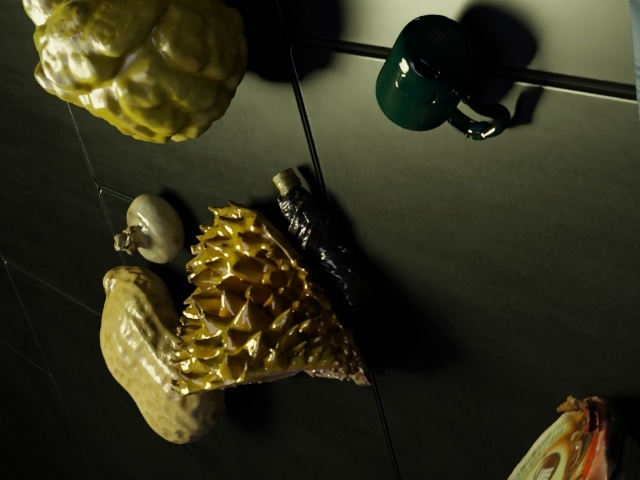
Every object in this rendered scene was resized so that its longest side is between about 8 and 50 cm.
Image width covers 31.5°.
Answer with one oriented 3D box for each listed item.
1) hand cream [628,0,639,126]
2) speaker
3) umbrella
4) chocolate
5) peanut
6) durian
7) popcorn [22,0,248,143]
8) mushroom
[{"bbox_3d":[0.222,-0.021,0.661,0.091,0.058,0.272,32,139,58],"label":"hand cream"},{"bbox_3d":[0.084,-0.102,0.784,0.094,0.060,0.075,51,151,13],"label":"speaker"},{"bbox_3d":[0.000,0.000,1.033,0.144,0.040,0.037,58,163,2],"label":"umbrella"},{"bbox_3d":[0.207,0.225,0.817,0.147,0.221,0.221,29,146,3],"label":"chocolate"},{"bbox_3d":[-0.199,0.138,1.397,0.233,0.110,0.197,49,150,13],"label":"peanut"},{"bbox_3d":[-0.070,0.057,1.119,0.305,0.185,0.196,163,97,-79],"label":"durian"},{"bbox_3d":[-0.149,-0.192,0.971,0.200,0.226,0.203,21,102,0],"label":"popcorn"},{"bbox_3d":[-0.199,-0.008,1.287,0.085,0.079,0.085,35,144,30],"label":"mushroom"}]
